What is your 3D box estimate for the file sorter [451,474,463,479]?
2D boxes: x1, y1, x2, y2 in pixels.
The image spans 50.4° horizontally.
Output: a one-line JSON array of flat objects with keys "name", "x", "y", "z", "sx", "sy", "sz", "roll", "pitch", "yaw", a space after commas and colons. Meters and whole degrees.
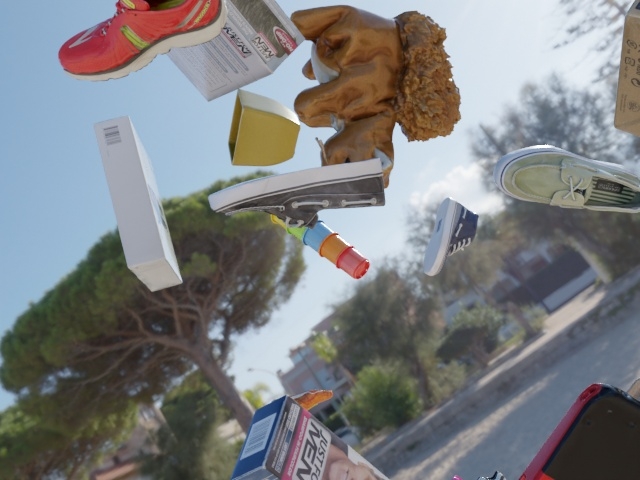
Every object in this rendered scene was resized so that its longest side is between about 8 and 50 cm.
[{"name": "file sorter", "x": 0.292, "y": 0.605, "z": 1.187, "sx": 0.202, "sy": 0.290, "sz": 0.182, "roll": -61, "pitch": -20, "yaw": 9}]

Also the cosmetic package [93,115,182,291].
[{"name": "cosmetic package", "x": -0.457, "y": -0.083, "z": 1.726, "sx": 0.097, "sy": 0.377, "sz": 0.284, "roll": -15, "pitch": -13, "yaw": -9}]

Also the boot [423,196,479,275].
[{"name": "boot", "x": 0.282, "y": 0.002, "z": 1.441, "sx": 0.069, "sy": 0.086, "sz": 0.190, "roll": -39, "pitch": 27, "yaw": 62}]

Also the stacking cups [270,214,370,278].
[{"name": "stacking cups", "x": 0.000, "y": 0.000, "z": 1.856, "sx": 0.096, "sy": 0.316, "sz": 0.096, "roll": -36, "pitch": -30, "yaw": -25}]

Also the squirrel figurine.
[{"name": "squirrel figurine", "x": 0.137, "y": -0.306, "z": 1.526, "sx": 0.397, "sy": 0.370, "sz": 0.281, "roll": -10, "pitch": -12, "yaw": -4}]

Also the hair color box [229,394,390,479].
[{"name": "hair color box", "x": 0.004, "y": 0.478, "z": 1.321, "sx": 0.105, "sy": 0.347, "sz": 0.174, "roll": -34, "pitch": 22, "yaw": 33}]

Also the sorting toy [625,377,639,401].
[{"name": "sorting toy", "x": 0.679, "y": 0.400, "z": 1.370, "sx": 0.047, "sy": 0.196, "sz": 0.348, "roll": -4, "pitch": -49, "yaw": -29}]

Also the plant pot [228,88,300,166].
[{"name": "plant pot", "x": -0.073, "y": -0.145, "z": 0.901, "sx": 0.083, "sy": 0.081, "sz": 0.081, "roll": 6, "pitch": -62, "yaw": -15}]

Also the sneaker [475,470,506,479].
[{"name": "sneaker", "x": 0.252, "y": 0.408, "z": 1.102, "sx": 0.109, "sy": 0.044, "sz": 0.040, "roll": -19, "pitch": -7, "yaw": -3}]

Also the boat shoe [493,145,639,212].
[{"name": "boat shoe", "x": 0.480, "y": -0.112, "z": 1.283, "sx": 0.302, "sy": 0.094, "sz": 0.109, "roll": 4, "pitch": -67, "yaw": -10}]

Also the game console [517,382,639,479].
[{"name": "game console", "x": 0.449, "y": 0.411, "z": 0.905, "sx": 0.342, "sy": 0.386, "sz": 0.060, "roll": -64, "pitch": -10, "yaw": 18}]

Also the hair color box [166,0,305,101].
[{"name": "hair color box", "x": -0.207, "y": -0.432, "z": 1.472, "sx": 0.113, "sy": 0.185, "sz": 0.374, "roll": -50, "pitch": 23, "yaw": -18}]

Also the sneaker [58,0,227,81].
[{"name": "sneaker", "x": -0.284, "y": -0.340, "z": 1.036, "sx": 0.279, "sy": 0.107, "sz": 0.118, "roll": -22, "pitch": -27, "yaw": 5}]

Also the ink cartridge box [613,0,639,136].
[{"name": "ink cartridge box", "x": 0.491, "y": -0.278, "z": 0.927, "sx": 0.193, "sy": 0.088, "sz": 0.235, "roll": -52, "pitch": -32, "yaw": -12}]

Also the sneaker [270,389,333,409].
[{"name": "sneaker", "x": -0.047, "y": 0.442, "z": 1.829, "sx": 0.175, "sy": 0.067, "sz": 0.064, "roll": -18, "pitch": -19, "yaw": 7}]

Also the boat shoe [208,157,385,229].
[{"name": "boat shoe", "x": -0.034, "y": -0.066, "z": 1.151, "sx": 0.301, "sy": 0.102, "sz": 0.108, "roll": -11, "pitch": 5, "yaw": -14}]
